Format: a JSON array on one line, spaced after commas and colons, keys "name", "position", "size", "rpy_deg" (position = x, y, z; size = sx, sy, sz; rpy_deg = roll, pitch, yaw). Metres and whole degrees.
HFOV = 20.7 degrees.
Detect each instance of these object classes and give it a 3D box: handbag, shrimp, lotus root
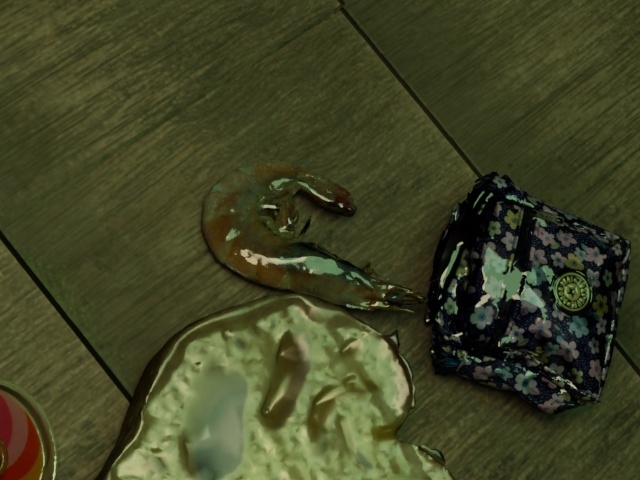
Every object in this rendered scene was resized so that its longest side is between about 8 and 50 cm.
[{"name": "handbag", "position": [0.214, 0.052, 1.836], "size": [0.207, 0.127, 0.229], "rpy_deg": [23, 72, -14]}, {"name": "shrimp", "position": [0.000, -0.001, 1.802], "size": [0.251, 0.052, 0.143], "rpy_deg": [25, 64, -7]}, {"name": "lotus root", "position": [-0.046, 0.246, 1.666], "size": [0.375, 0.111, 0.390], "rpy_deg": [-8, 77, -24]}]

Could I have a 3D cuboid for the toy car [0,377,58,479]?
[{"name": "toy car", "position": [-0.339, 0.190, 1.558], "size": [0.235, 0.145, 0.235], "rpy_deg": [8, 76, -35]}]
